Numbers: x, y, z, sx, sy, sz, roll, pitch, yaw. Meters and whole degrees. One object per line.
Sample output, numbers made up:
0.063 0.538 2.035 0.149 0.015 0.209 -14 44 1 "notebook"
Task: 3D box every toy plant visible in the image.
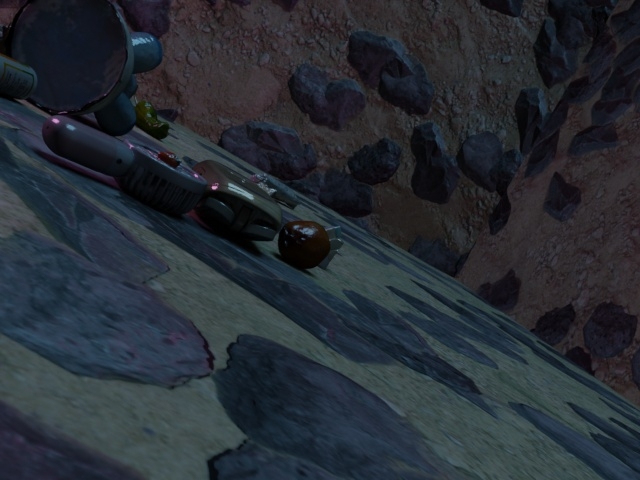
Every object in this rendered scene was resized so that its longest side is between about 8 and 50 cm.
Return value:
-0.433 -0.333 1.581 0.247 0.247 0.332 30 3 4 "toy plant"

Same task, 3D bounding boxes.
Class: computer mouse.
-0.140 -0.060 1.277 0.145 0.082 0.236 29 7 -24 "computer mouse"

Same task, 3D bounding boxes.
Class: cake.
-0.140 -0.087 1.741 0.052 0.065 0.121 28 11 8 "cake"

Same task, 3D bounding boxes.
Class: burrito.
-0.133 -0.149 2.403 0.064 0.064 0.203 34 5 40 "burrito"

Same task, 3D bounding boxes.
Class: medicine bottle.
-0.543 -0.273 1.270 0.092 0.061 0.220 6 -1 13 "medicine bottle"

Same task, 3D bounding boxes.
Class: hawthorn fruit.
-0.032 0.003 1.317 0.081 0.081 0.093 34 7 39 "hawthorn fruit"

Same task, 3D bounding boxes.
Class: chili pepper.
-0.477 -0.339 2.238 0.204 0.073 0.072 49 -2 40 "chili pepper"

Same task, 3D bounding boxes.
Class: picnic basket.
-0.777 -0.499 1.994 0.072 0.083 0.072 31 5 -3 "picnic basket"

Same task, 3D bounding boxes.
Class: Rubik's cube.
-0.001 0.002 1.503 0.073 0.084 0.075 34 -12 -5 "Rubik's cube"

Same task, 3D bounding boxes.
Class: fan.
-0.260 -0.106 1.093 0.130 0.074 0.244 35 7 41 "fan"

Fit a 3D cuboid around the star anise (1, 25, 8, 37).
-0.743 -0.492 2.129 0.214 0.099 0.220 17 3 28 "star anise"
